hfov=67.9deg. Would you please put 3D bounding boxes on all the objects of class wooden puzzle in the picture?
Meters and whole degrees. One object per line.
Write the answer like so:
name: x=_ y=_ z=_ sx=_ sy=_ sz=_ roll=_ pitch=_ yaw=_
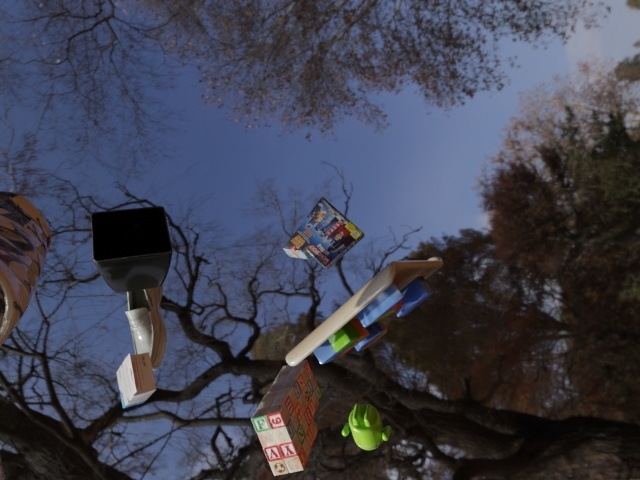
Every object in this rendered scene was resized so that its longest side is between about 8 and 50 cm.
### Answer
wooden puzzle: x=0.123 y=0.166 z=1.071 sx=0.080 sy=0.322 sz=0.347 roll=52 pitch=-156 yaw=17

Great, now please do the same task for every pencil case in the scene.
pencil case: x=-0.532 y=0.033 z=0.731 sx=0.160 sy=0.410 sz=0.183 roll=-43 pitch=-62 yaw=-6

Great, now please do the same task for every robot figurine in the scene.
robot figurine: x=0.098 y=0.393 z=1.001 sx=0.067 sy=0.101 sz=0.115 roll=-73 pitch=-25 yaw=-50

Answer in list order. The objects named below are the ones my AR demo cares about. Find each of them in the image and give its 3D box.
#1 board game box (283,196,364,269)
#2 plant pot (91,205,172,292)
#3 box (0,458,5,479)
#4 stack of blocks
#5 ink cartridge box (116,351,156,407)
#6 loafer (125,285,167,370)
board game box: x=0.000 y=0.000 z=1.375 sx=0.194 sy=0.194 sz=0.060 roll=-42 pitch=-36 yaw=-5
plant pot: x=-0.506 y=0.037 z=1.293 sx=0.187 sy=0.188 sz=0.167 roll=-8 pitch=-45 yaw=-21
box: x=-0.515 y=0.343 z=0.658 sx=0.126 sy=0.148 sz=0.233 roll=-12 pitch=-74 yaw=-35
stack of blocks: x=-0.079 y=0.489 z=1.350 sx=0.297 sy=0.087 sz=0.171 roll=-46 pitch=-64 yaw=-72
ink cartridge box: x=-0.483 y=0.365 z=1.252 sx=0.060 sy=0.180 sz=0.104 roll=-4 pitch=-116 yaw=-36
loafer: x=-0.528 y=0.225 z=1.408 sx=0.111 sy=0.112 sz=0.320 roll=22 pitch=-126 yaw=-59
